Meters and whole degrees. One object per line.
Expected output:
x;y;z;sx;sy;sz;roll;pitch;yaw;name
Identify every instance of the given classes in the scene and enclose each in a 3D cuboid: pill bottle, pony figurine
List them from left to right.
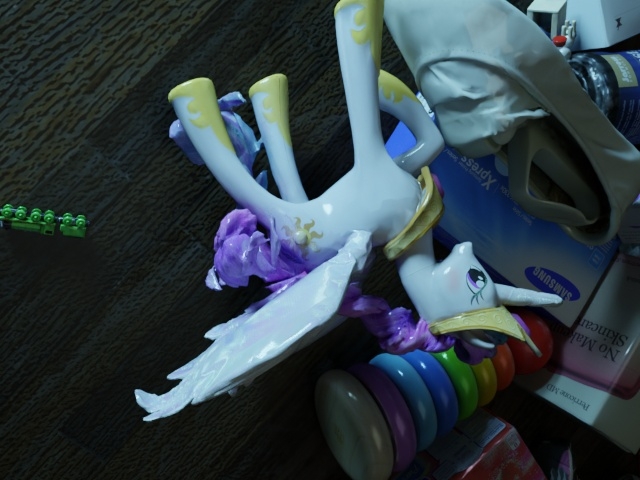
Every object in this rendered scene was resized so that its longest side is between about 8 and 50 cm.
0.000;0.000;0.571;0.351;0.303;0.364;-26;84;6;pony figurine
0.369;-0.181;0.768;0.219;0.123;0.123;-8;103;-16;pill bottle

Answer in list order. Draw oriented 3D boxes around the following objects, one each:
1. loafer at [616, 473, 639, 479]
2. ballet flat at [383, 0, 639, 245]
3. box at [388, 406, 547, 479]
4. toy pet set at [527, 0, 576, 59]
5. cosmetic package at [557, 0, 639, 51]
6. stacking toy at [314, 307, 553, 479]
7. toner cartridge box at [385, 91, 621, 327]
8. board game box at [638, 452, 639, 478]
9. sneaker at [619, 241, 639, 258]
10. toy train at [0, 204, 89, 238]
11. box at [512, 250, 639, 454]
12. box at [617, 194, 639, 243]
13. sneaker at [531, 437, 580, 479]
0.419;0.506;0.936;0.319;0.112;0.111;-44;107;-17;loafer
0.209;-0.117;0.622;0.400;0.139;0.139;31;87;-27;ballet flat
0.148;0.337;0.774;0.257;0.128;0.123;-39;112;-12;box
0.256;-0.247;0.736;0.114;0.122;0.065;-49;142;-31;toy pet set
0.449;-0.445;0.774;0.377;0.097;0.284;-26;111;-16;cosmetic package
0.163;0.178;0.760;0.330;0.141;0.141;-18;106;-25;stacking toy
0.236;-0.044;0.768;0.348;0.075;0.165;34;86;-24;toner cartridge box
0.598;0.461;0.976;0.045;0.147;0.194;-12;104;-21;board game box
0.546;-0.031;0.896;0.115;0.090;0.232;43;83;-27;sneaker
-0.274;-0.018;0.592;0.083;0.017;0.024;8;107;-24;toy train
0.399;0.144;0.827;0.127;0.148;0.232;34;85;-30;box
0.502;-0.126;0.828;0.324;0.067;0.063;-47;112;-23;box
0.369;0.376;0.916;0.077;0.072;0.178;-15;114;-32;sneaker
